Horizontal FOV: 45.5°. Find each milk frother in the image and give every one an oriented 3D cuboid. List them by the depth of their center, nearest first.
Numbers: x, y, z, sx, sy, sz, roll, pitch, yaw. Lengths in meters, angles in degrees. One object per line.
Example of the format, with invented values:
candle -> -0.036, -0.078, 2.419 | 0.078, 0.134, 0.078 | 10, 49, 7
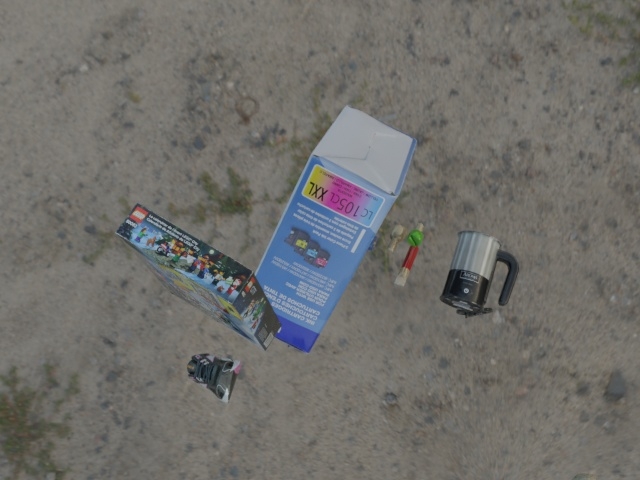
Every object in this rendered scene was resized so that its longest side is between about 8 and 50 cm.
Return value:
milk frother -> 0.292, 0.072, 1.446 | 0.129, 0.143, 0.135 | 22, 75, -8

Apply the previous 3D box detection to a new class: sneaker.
sneaker -> -0.184, 0.223, 1.267 | 0.077, 0.178, 0.072 | 19, 78, -13

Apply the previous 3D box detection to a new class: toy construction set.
toy construction set -> 0.081, 0.001, 1.751 | 0.308, 0.257, 0.237 | 34, 45, -6

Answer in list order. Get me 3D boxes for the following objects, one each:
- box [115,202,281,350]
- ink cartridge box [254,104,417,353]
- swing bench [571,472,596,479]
box -> -0.137, 0.052, 0.920 | 0.159, 0.233, 0.044 | 30, 75, 14
ink cartridge box -> 0.000, 0.000, 1.306 | 0.151, 0.270, 0.396 | 29, 120, -1
swing bench -> 0.169, 0.313, 0.423 | 0.165, 0.253, 0.255 | -32, 87, 9
